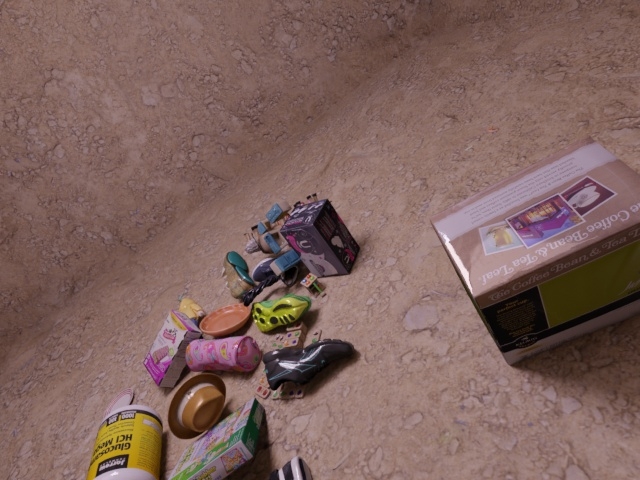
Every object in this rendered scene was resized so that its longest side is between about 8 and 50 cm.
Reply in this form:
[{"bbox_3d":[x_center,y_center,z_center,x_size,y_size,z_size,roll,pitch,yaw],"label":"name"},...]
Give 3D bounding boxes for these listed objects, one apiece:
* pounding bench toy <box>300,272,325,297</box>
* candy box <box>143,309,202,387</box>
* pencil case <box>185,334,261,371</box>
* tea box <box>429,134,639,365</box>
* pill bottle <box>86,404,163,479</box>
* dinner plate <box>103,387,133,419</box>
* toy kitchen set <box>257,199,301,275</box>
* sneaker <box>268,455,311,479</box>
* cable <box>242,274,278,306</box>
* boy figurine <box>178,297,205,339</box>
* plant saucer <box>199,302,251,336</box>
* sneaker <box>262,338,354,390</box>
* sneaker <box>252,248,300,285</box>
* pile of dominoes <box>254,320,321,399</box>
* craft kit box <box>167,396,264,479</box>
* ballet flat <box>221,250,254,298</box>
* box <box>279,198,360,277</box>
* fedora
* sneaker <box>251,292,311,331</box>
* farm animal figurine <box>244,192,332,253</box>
[{"bbox_3d":[-0.021,0.160,1.416,0.052,0.065,0.083,-45,31,-16],"label":"pounding bench toy"},{"bbox_3d":[-0.554,0.402,1.500,0.159,0.071,0.233,27,89,42],"label":"candy box"},{"bbox_3d":[-0.337,0.385,1.368,0.284,0.124,0.124,-13,36,37],"label":"pencil case"},{"bbox_3d":[0.449,0.039,0.800,0.329,0.323,0.220,-28,44,13],"label":"tea box"},{"bbox_3d":[-0.551,0.651,1.132,0.188,0.188,0.334,-36,29,-1],"label":"pill bottle"},{"bbox_3d":[-0.781,0.643,1.563,0.141,0.017,0.141,-26,30,16],"label":"dinner plate"},{"bbox_3d":[-0.140,-0.010,1.464,0.122,0.207,0.166,-33,-7,-47],"label":"toy kitchen set"},{"bbox_3d":[-0.068,0.582,0.848,0.121,0.079,0.217,-37,21,4],"label":"sneaker"},{"bbox_3d":[-0.221,0.183,1.479,0.150,0.047,0.184,-34,1,2],"label":"cable"},{"bbox_3d":[-0.566,0.342,1.700,0.177,0.092,0.285,-38,28,-2],"label":"boy figurine"},{"bbox_3d":[-0.358,0.306,1.533,0.200,0.037,0.200,-13,19,5],"label":"plant saucer"},{"bbox_3d":[-0.030,0.348,1.130,0.267,0.101,0.106,-16,58,11],"label":"sneaker"},{"bbox_3d":[-0.181,0.132,1.604,0.226,0.086,0.163,-29,27,11],"label":"sneaker"},{"bbox_3d":[-0.108,0.365,1.236,0.196,0.040,0.251,-18,33,29],"label":"pile of dominoes"},{"bbox_3d":[-0.267,0.540,1.029,0.246,0.061,0.250,-39,2,-2],"label":"craft kit box"},{"bbox_3d":[-0.380,0.151,1.772,0.123,0.123,0.348,-38,29,-5],"label":"ballet flat"},{"bbox_3d":[0.000,0.000,1.439,0.163,0.247,0.142,-11,36,38],"label":"box"},{"bbox_3d":[-0.339,0.485,1.162,0.079,0.194,0.194,4,48,42],"label":"fedora"},{"bbox_3d":[-0.139,0.249,1.399,0.123,0.109,0.295,-11,-4,-43],"label":"sneaker"},{"bbox_3d":[-0.130,-0.036,1.671,0.326,0.172,0.330,-27,-1,-28],"label":"farm animal figurine"}]
